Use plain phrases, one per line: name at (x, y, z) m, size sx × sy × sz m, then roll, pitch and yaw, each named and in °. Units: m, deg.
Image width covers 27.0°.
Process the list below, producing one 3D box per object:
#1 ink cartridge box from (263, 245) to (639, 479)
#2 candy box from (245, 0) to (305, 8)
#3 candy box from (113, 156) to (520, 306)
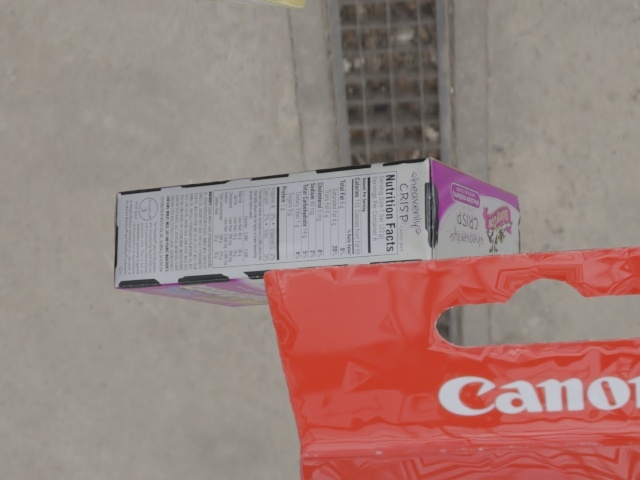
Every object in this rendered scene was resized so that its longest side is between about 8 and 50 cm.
ink cartridge box at (0.084, 0.114, 0.462) m, size 0.189 × 0.066 × 0.232 m, roll -4°, pitch 128°, yaw 11°
candy box at (-0.108, -0.312, 1.210) m, size 0.087 × 0.316 × 0.183 m, roll 7°, pitch 98°, yaw -32°
candy box at (0.000, 0.000, 0.902) m, size 0.233 × 0.071 × 0.159 m, roll -4°, pitch 171°, yaw 27°
